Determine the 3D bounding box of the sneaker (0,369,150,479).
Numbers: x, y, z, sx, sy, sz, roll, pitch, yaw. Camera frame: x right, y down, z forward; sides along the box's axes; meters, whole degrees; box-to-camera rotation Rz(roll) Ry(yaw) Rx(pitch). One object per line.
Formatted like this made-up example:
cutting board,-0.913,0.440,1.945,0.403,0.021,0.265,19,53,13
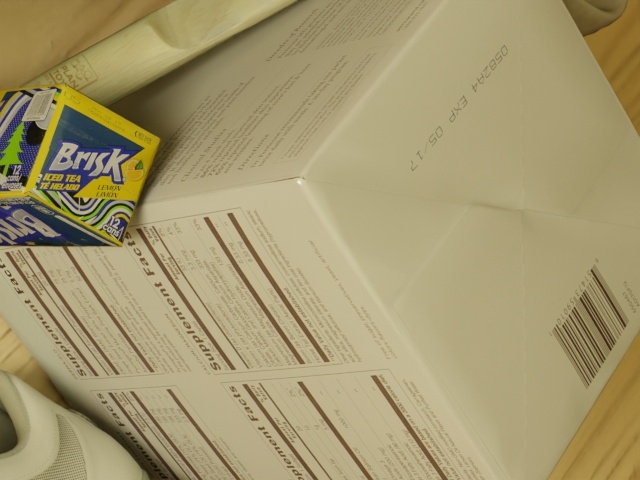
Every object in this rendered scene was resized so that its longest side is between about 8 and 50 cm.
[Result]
sneaker,-0.175,0.181,0.828,0.146,0.122,0.330,45,30,-13

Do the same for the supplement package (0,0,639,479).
supplement package,0.000,0.000,0.938,0.198,0.262,0.199,56,51,-23

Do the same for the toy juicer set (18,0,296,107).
toy juicer set,-0.153,-0.167,0.858,0.329,0.089,0.209,40,84,-9

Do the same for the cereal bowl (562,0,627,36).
cereal bowl,0.036,-0.243,1.054,0.339,0.141,0.339,47,28,-35

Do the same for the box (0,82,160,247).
box,-0.149,-0.032,0.863,0.059,0.169,0.054,30,72,-37
